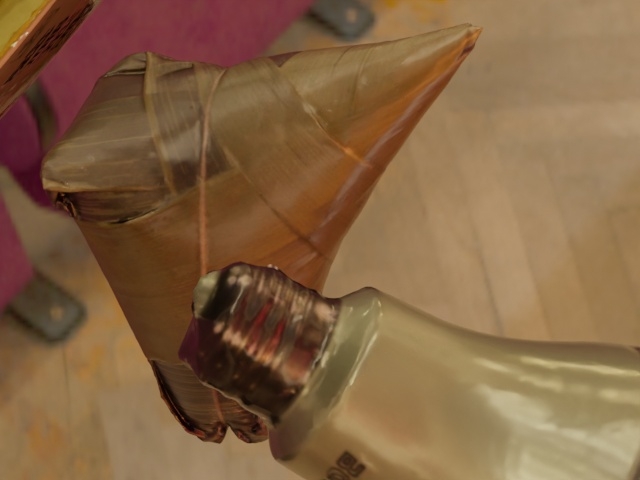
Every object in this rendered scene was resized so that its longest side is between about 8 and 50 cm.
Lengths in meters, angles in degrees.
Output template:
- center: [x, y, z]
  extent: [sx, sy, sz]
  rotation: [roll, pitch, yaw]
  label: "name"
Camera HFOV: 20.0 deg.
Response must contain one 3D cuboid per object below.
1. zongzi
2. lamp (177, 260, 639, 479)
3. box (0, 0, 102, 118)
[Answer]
- center: [0.000, 0.000, 1.276]
  extent: [0.317, 0.289, 0.154]
  rotation: [-9, 36, 22]
  label: "zongzi"
- center: [0.079, 0.118, 0.826]
  extent: [0.314, 0.182, 0.182]
  rotation: [18, 53, -1]
  label: "lamp"
- center: [-0.164, -0.073, 0.774]
  extent: [0.062, 0.260, 0.175]
  rotation: [42, 101, -7]
  label: "box"
